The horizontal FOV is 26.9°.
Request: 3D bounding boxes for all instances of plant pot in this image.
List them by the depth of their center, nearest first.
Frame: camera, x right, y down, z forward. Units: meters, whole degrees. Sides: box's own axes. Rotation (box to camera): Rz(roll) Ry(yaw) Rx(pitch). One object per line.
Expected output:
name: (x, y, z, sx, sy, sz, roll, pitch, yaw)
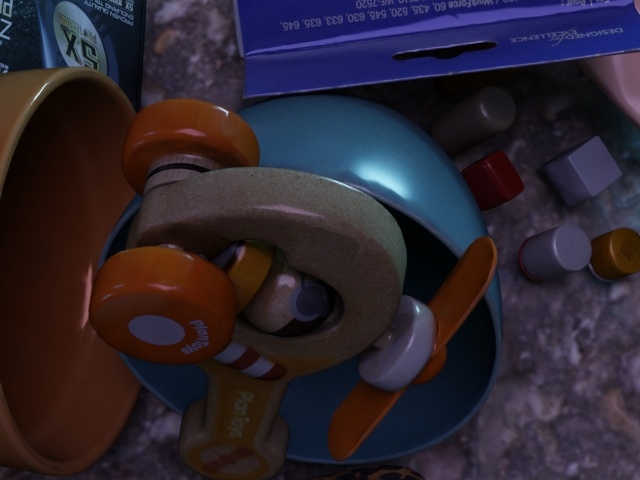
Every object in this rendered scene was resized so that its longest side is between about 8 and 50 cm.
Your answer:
plant pot: (-0.262, 0.019, 0.976, 0.203, 0.291, 0.291, 2, 70, 14)
plant pot: (0.000, 0.000, 1.007, 0.290, 0.290, 0.195, 14, 44, 2)

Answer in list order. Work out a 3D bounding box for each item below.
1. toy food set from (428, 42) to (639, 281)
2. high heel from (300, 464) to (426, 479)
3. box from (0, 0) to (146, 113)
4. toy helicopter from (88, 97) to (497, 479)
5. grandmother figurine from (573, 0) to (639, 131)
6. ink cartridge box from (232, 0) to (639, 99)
toy food set: (0.165, -0.052, 1.124, 0.111, 0.104, 0.232, -36, 94, -28)
high heel: (-0.047, 0.211, 0.953, 0.261, 0.186, 0.093, -9, 72, -6)
box: (-0.235, -0.164, 1.079, 0.180, 0.077, 0.147, 20, 63, -43)
toy helicopter: (-0.026, 0.072, 0.885, 0.235, 0.355, 0.140, 9, 55, -4)
grandmother figurine: (0.327, -0.070, 1.100, 0.342, 0.104, 0.208, 48, 54, 3)
ink cartridge box: (0.082, -0.217, 1.064, 0.303, 0.072, 0.307, -7, 28, 1)
